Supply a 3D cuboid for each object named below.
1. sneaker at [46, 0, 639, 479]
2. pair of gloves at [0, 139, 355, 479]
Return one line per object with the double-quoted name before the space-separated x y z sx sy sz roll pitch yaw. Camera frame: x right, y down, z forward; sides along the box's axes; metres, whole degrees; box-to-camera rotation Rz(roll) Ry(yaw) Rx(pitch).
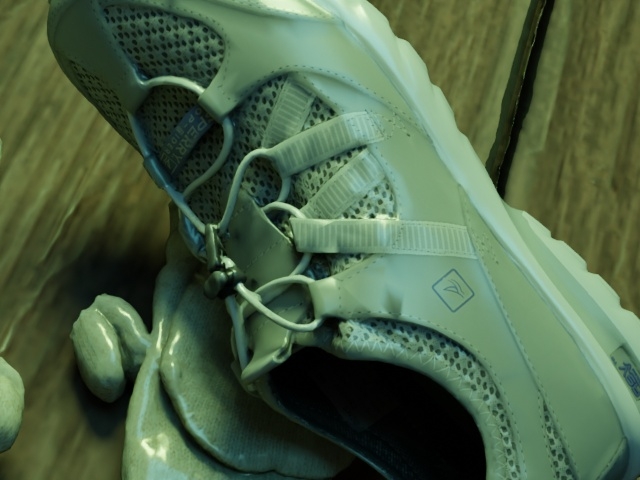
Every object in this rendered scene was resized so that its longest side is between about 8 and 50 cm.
"sneaker" 0.000 0.000 0.602 0.281 0.105 0.115 42 50 8
"pair of gloves" -0.095 0.044 0.625 0.240 0.042 0.204 19 50 -8
